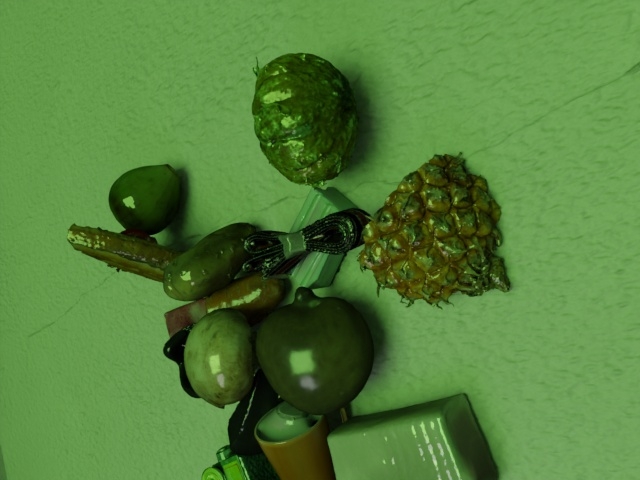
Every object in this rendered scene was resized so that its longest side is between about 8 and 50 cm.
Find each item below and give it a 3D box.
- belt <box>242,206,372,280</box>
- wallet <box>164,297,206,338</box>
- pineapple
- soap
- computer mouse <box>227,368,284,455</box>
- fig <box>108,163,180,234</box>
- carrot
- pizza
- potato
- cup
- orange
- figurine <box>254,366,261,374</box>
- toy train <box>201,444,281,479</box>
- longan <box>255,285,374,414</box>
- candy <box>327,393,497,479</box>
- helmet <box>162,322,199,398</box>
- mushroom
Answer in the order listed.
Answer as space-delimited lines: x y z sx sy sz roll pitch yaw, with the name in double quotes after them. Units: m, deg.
-0.037 0.005 1.329 0.359 0.094 0.126 -19 80 38 "belt"
-0.406 0.258 1.803 0.232 0.025 0.119 -22 81 37 "wallet"
0.239 0.020 1.153 0.286 0.209 0.344 40 116 28 "pineapple"
0.000 0.000 1.416 0.145 0.091 0.231 44 120 29 "soap"
-0.138 0.462 1.514 0.087 0.168 0.295 46 118 49 "computer mouse"
-0.528 -0.123 1.745 0.230 0.207 0.207 -24 80 32 "fig"
-0.186 0.158 1.562 0.225 0.159 0.159 -26 79 23 "carrot"
-0.538 0.046 1.730 0.406 0.439 0.130 -10 61 64 "pizza"
-0.284 0.056 1.531 0.141 0.296 0.191 53 154 -8 "potato"
-0.023 0.521 1.419 0.182 0.226 0.264 20 131 69 "cup"
-0.027 -0.271 1.275 0.223 0.300 0.301 -16 40 20 "orange"
-0.168 0.321 1.602 0.101 0.068 0.143 42 106 23 "figurine"
-0.208 0.706 1.617 0.188 0.159 0.272 -31 75 30 "toy train"
-0.013 0.257 1.359 0.300 0.243 0.300 -2 84 21 "longan"
0.190 0.488 1.284 0.358 0.145 0.208 -25 80 36 "candy"
-0.334 0.342 1.647 0.189 0.193 0.216 19 99 41 "helmet"
-0.245 0.297 1.439 0.254 0.184 0.255 7 100 46 "mushroom"
